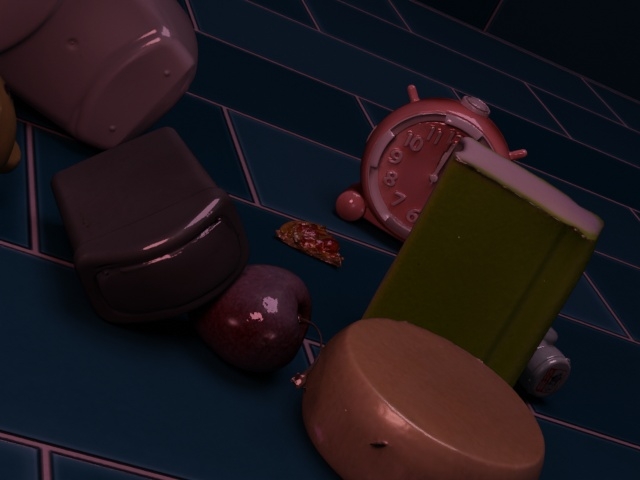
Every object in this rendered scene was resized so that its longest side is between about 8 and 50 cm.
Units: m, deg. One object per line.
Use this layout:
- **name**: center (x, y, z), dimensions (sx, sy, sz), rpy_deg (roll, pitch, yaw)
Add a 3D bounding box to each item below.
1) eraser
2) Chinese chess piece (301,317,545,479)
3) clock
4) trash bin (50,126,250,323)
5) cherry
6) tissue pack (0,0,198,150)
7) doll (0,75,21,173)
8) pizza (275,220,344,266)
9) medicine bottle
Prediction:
- **eraser**: center (0.191, 0.046, 1.625), dimensions (0.210, 0.274, 0.092), rpy_deg (31, 20, 2)
- **Chinese chess piece**: center (0.108, 0.193, 1.432), dimensions (0.273, 0.102, 0.273), rpy_deg (27, 21, -11)
- **clock**: center (0.173, -0.103, 1.986), dimensions (0.227, 0.241, 0.142), rpy_deg (30, 18, 3)
- **trash bin**: center (-0.184, -0.016, 1.443), dimensions (0.176, 0.101, 0.236), rpy_deg (-25, 36, -7)
- **cherry**: center (-0.081, 0.090, 1.418), dimensions (0.148, 0.115, 0.188), rpy_deg (40, 29, -6)
- **tissue pack**: center (-0.328, -0.293, 1.732), dimensions (0.333, 0.229, 0.236), rpy_deg (38, 17, -34)
- **doll**: center (-0.420, -0.121, 1.392), dimensions (0.177, 0.161, 0.261), rpy_deg (49, 24, -2)
- **pizza**: center (-0.008, -0.009, 1.833), dimensions (0.100, 0.029, 0.099), rpy_deg (28, 21, -4)
- **medicine bottle**: center (0.242, 0.114, 1.797), dimensions (0.121, 0.083, 0.229), rpy_deg (9, 28, -39)
